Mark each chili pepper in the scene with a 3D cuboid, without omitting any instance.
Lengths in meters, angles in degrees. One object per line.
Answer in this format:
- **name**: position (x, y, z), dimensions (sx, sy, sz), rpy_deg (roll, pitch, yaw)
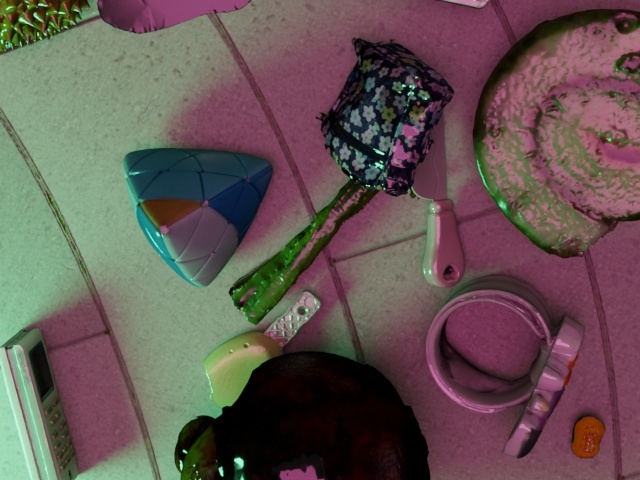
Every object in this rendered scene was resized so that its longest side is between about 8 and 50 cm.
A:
- **chili pepper**: position (0.000, -0.001, 1.827), dimensions (0.359, 0.076, 0.085), rpy_deg (-39, 63, 13)

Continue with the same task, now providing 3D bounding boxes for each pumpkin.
- **pumpkin**: position (0.437, 0.319, 1.865), dimensions (0.050, 0.028, 0.083), rpy_deg (11, 112, 2)

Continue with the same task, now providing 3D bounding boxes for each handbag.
- **handbag**: position (0.098, -0.183, 1.716), dimensions (0.127, 0.228, 0.207), rpy_deg (6, 116, -35)

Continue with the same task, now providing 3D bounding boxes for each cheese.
- **cheese**: position (-0.094, 0.180, 1.886), dimensions (0.127, 0.050, 0.255), rpy_deg (40, 102, -1)

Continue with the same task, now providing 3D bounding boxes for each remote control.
- **remote control**: position (-0.475, 0.294, 1.924), dimensions (0.056, 0.103, 0.277), rpy_deg (-10, 101, 6)

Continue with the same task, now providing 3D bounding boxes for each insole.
- **insole**: position (-0.232, -0.381, 1.802), dimensions (0.253, 0.005, 0.086), rpy_deg (-7, 102, 8)

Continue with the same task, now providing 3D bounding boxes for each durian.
- **durian**: position (-0.465, -0.391, 1.758), dimensions (0.166, 0.172, 0.306), rpy_deg (46, 113, 20)

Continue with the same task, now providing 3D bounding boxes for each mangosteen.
- **mangosteen**: position (-0.031, 0.377, 1.759), dimensions (0.421, 0.381, 0.381), rpy_deg (-41, 95, 21)

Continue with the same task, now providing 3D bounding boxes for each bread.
- **bread**: position (0.414, -0.154, 1.691), dimensions (0.366, 0.129, 0.381), rpy_deg (13, 106, 12)

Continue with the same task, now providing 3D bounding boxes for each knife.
- **knife**: position (0.175, -0.089, 1.794), dimensions (0.081, 0.043, 0.335), rpy_deg (-12, 99, -26)

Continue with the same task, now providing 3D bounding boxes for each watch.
- **watch**: position (0.275, 0.192, 1.781), dimensions (0.231, 0.196, 0.244), rpy_deg (23, 107, 8)

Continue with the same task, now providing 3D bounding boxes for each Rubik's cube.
- **Rubik's cube**: position (-0.233, -0.065, 1.762), dimensions (0.255, 0.254, 0.254), rpy_deg (1, 102, 6)

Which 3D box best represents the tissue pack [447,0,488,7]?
- **tissue pack**: position (0.198, -0.476, 1.667), dimensions (0.160, 0.136, 0.246), rpy_deg (13, 103, 3)
